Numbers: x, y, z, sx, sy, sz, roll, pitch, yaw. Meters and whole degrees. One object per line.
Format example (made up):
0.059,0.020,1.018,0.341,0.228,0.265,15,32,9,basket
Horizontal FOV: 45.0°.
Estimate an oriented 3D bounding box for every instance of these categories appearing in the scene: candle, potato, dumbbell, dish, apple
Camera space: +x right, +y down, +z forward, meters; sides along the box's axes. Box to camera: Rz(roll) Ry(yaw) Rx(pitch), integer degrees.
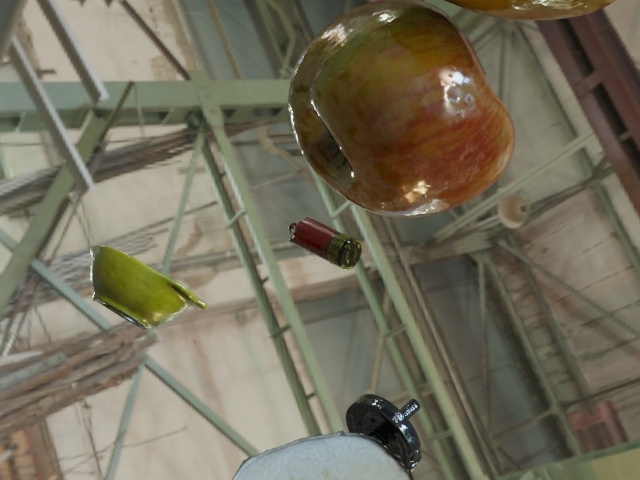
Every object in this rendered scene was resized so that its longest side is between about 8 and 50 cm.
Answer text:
0.000,0.000,1.180,0.131,0.052,0.052,24,-63,35,candle
-0.011,0.392,0.963,0.246,0.299,0.196,32,-21,17,potato
0.052,0.343,1.194,0.143,0.325,0.143,28,-46,33,dumbbell
-0.271,0.082,1.138,0.208,0.080,0.149,25,-16,17,dish
0.095,-0.167,1.038,0.301,0.302,0.301,15,-71,49,apple

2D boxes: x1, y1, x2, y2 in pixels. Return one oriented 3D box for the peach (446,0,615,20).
0.228,-0.410,0.861,0.373,0.373,0.289,-1,-107,51,peach
